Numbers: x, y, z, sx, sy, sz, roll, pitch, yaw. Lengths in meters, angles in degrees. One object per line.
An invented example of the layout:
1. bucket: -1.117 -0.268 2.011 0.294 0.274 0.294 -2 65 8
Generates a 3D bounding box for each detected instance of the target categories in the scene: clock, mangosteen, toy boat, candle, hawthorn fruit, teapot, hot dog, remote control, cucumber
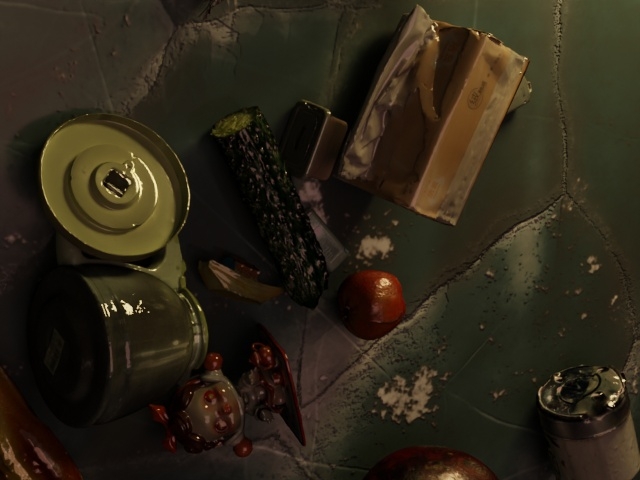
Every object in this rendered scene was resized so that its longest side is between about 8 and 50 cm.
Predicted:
1. clock: -0.303 -0.080 1.706 0.235 0.029 0.235 16 59 -28
2. mangosteen: 0.202 0.521 2.148 0.306 0.359 0.306 0 96 3
3. toy boat: -0.127 0.067 1.918 0.172 0.065 0.066 24 70 -37
4. candle: 0.548 0.413 2.337 0.187 0.187 0.330 -29 119 -18
5. hawthorn fruit: 0.089 0.109 2.022 0.128 0.128 0.128 -9 110 -26
6. teapot: -0.312 0.114 1.776 0.239 0.322 0.239 -6 150 -43
7. hot dog: -0.468 0.355 1.727 0.185 0.223 0.405 -37 121 -17
8. remote control: 0.000 0.000 1.990 0.053 0.018 0.124 -46 122 -7
9. cucumber: -0.066 -0.041 1.885 0.096 0.096 0.359 -33 116 -16

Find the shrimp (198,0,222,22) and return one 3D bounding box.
1. shrimp: -0.149 -0.407 1.753 0.065 0.056 0.165 28 81 -48

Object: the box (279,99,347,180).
1. box: -0.013 -0.159 1.893 0.062 0.089 0.122 16 99 -42

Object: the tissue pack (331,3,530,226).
1. tissue pack: 0.151 -0.210 1.873 0.238 0.238 0.306 22 95 -33

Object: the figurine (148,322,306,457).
1. figurine: -0.166 0.271 1.921 0.226 0.160 0.184 -17 113 -15

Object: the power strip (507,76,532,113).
1. power strip: 0.269 -0.222 2.061 0.252 0.027 0.060 -29 119 -18
